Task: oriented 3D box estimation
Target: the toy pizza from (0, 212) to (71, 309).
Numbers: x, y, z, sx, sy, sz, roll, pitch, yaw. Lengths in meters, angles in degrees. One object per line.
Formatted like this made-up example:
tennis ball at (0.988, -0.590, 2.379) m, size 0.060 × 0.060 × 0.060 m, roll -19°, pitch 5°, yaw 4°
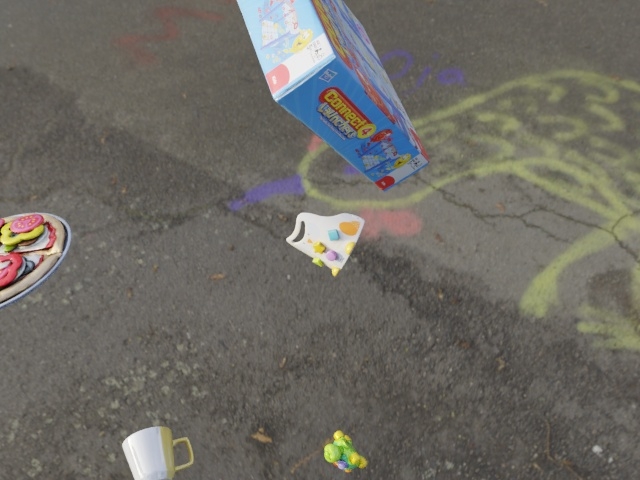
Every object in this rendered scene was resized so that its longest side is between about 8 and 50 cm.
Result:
toy pizza at (-0.417, 0.021, 0.781) m, size 0.201 × 0.032 × 0.201 m, roll -8°, pitch 39°, yaw 7°

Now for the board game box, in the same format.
board game box at (0.009, -0.260, 0.866) m, size 0.086 × 0.302 × 0.308 m, roll -30°, pitch 61°, yaw 19°

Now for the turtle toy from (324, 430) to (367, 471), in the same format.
turtle toy at (0.053, 0.526, 1.525) m, size 0.066 × 0.130 × 0.095 m, roll -41°, pitch 51°, yaw -2°

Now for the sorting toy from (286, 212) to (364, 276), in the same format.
sorting toy at (0.000, 0.000, 0.742) m, size 0.075 × 0.083 × 0.045 m, roll 25°, pitch 41°, yaw -3°

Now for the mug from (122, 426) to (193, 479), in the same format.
mug at (-0.206, 0.276, 0.782) m, size 0.078 × 0.062 × 0.064 m, roll -22°, pitch 55°, yaw -6°
